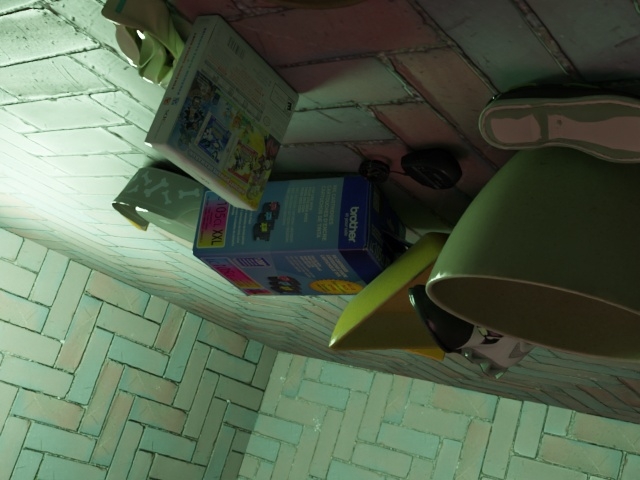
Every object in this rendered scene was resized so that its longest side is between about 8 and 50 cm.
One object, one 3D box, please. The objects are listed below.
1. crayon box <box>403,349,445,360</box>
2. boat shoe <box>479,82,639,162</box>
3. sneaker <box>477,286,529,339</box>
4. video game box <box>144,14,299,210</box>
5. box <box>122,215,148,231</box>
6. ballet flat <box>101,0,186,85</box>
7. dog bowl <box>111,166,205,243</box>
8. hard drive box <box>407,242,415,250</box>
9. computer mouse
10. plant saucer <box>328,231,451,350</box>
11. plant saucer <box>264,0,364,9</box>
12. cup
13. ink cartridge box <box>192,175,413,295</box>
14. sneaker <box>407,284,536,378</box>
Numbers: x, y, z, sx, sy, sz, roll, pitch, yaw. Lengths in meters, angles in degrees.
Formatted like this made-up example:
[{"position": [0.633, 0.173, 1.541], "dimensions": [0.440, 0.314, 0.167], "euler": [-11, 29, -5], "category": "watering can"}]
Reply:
[{"position": [0.211, 0.194, 1.966], "dimensions": [0.203, 0.083, 0.323], "euler": [16, -169, 8], "category": "crayon box"}, {"position": [0.300, -0.142, 0.931], "dimensions": [0.228, 0.068, 0.081], "euler": [9, 128, 24], "category": "boat shoe"}, {"position": [0.388, 0.079, 1.321], "dimensions": [0.385, 0.147, 0.145], "euler": [-2, 174, -22], "category": "sneaker"}, {"position": [-0.124, -0.164, 1.098], "dimensions": [0.048, 0.187, 0.205], "euler": [7, 162, 34], "category": "video game box"}, {"position": [-0.443, -0.082, 1.983], "dimensions": [0.028, 0.081, 0.136], "euler": [14, 165, 16], "category": "box"}, {"position": [-0.224, -0.255, 1.090], "dimensions": [0.086, 0.086, 0.248], "euler": [14, 165, 14], "category": "ballet flat"}, {"position": [-0.279, -0.051, 1.810], "dimensions": [0.349, 0.102, 0.349], "euler": [21, 169, 5], "category": "dog bowl"}, {"position": [0.267, 0.132, 1.733], "dimensions": [0.232, 0.089, 0.181], "euler": [24, 144, 17], "category": "hard drive box"}, {"position": [0.137, -0.116, 1.286], "dimensions": [0.071, 0.041, 0.242], "euler": [37, 165, -30], "category": "computer mouse"}, {"position": [0.217, 0.088, 1.497], "dimensions": [0.333, 0.081, 0.333], "euler": [6, 142, -39], "category": "plant saucer"}, {"position": [-0.054, -0.312, 0.766], "dimensions": [0.278, 0.041, 0.278], "euler": [16, 165, 4], "category": "plant saucer"}, {"position": [0.326, -0.002, 1.067], "dimensions": [0.331, 0.236, 0.331], "euler": [16, 165, 4], "category": "cup"}, {"position": [0.000, 0.000, 1.541], "dimensions": [0.396, 0.151, 0.270], "euler": [-4, 158, 19], "category": "ink cartridge box"}, {"position": [0.270, 0.123, 1.370], "dimensions": [0.146, 0.122, 0.331], "euler": [-36, 143, 21], "category": "sneaker"}]
